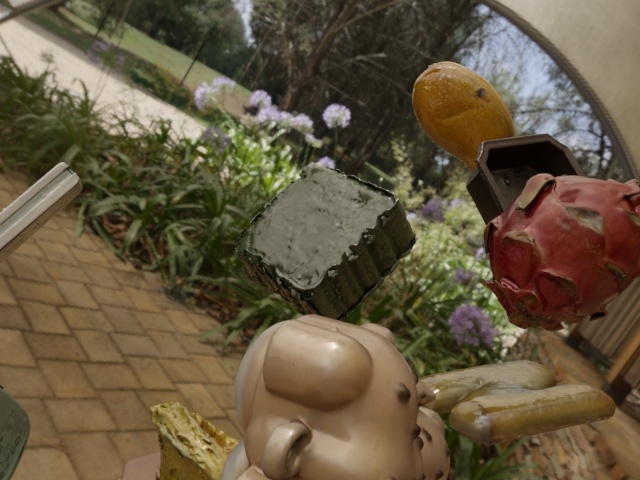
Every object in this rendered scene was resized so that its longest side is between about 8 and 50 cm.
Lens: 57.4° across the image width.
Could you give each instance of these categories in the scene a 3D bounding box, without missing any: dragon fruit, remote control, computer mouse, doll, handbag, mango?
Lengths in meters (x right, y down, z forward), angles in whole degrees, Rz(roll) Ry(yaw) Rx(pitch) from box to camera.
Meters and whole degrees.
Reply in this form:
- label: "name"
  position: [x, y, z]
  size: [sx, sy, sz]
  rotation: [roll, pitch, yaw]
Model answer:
- label: "dragon fruit"
  position: [0.217, 0.000, 0.517]
  size: [0.133, 0.166, 0.136]
  rotation: [52, 3, -9]
- label: "remote control"
  position: [-0.544, -0.025, 1.034]
  size: [0.055, 0.277, 0.103]
  rotation: [46, -18, -11]
- label: "computer mouse"
  position: [-0.554, 0.288, 0.889]
  size: [0.097, 0.159, 0.288]
  rotation: [4, -38, 5]
- label: "doll"
  position: [0.026, 0.148, 0.401]
  size: [0.119, 0.154, 0.278]
  rotation: [11, -24, 27]
- label: "handbag"
  position: [-0.364, 0.546, 1.260]
  size: [0.151, 0.072, 0.193]
  rotation: [-8, 21, -14]
- label: "mango"
  position: [0.289, -0.237, 1.161]
  size: [0.262, 0.157, 0.109]
  rotation: [53, 27, -3]

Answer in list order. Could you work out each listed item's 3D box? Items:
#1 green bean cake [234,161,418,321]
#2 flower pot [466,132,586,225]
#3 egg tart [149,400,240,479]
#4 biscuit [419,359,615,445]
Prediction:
- label: "green bean cake"
  position: [0.000, 0.000, 1.013]
  size: [0.255, 0.241, 0.132]
  rotation: [26, -21, 43]
- label: "flower pot"
  position: [0.361, -0.088, 1.033]
  size: [0.251, 0.084, 0.178]
  rotation: [-12, 70, -32]
- label: "egg tart"
  position: [-0.168, 0.409, 0.988]
  size: [0.341, 0.132, 0.341]
  rotation: [37, -14, 10]
- label: "biscuit"
  position: [0.327, 0.273, 1.027]
  size: [0.291, 0.062, 0.237]
  rotation: [-3, 6, -19]
